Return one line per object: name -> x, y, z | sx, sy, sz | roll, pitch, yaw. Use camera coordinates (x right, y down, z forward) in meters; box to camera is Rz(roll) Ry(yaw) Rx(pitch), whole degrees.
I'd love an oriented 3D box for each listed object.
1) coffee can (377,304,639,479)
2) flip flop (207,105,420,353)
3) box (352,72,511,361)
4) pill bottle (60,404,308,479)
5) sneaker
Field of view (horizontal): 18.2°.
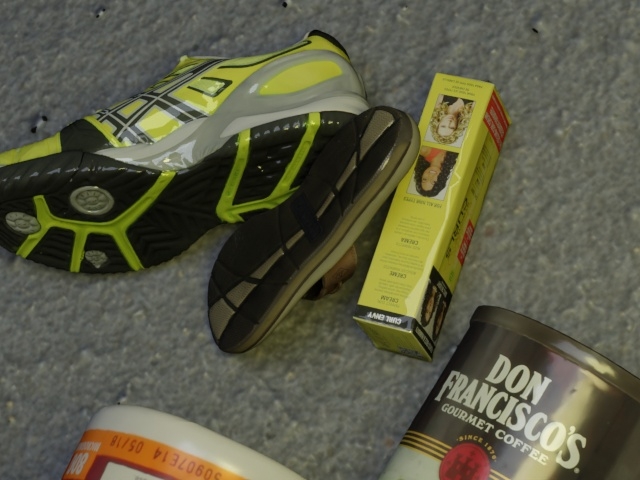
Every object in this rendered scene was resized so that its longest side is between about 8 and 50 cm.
coffee can -> 0.138, 0.218, 1.532 | 0.201, 0.201, 0.275 | 27, 80, 26
flip flop -> 0.000, 0.000, 1.709 | 0.277, 0.080, 0.112 | -48, 41, 21
box -> 0.097, -0.020, 1.710 | 0.058, 0.087, 0.232 | 13, 72, 21
pill bottle -> -0.158, 0.347, 1.553 | 0.224, 0.224, 0.392 | 16, 69, 24
sneaker -> -0.135, -0.080, 1.803 | 0.384, 0.145, 0.147 | -11, 48, 9
